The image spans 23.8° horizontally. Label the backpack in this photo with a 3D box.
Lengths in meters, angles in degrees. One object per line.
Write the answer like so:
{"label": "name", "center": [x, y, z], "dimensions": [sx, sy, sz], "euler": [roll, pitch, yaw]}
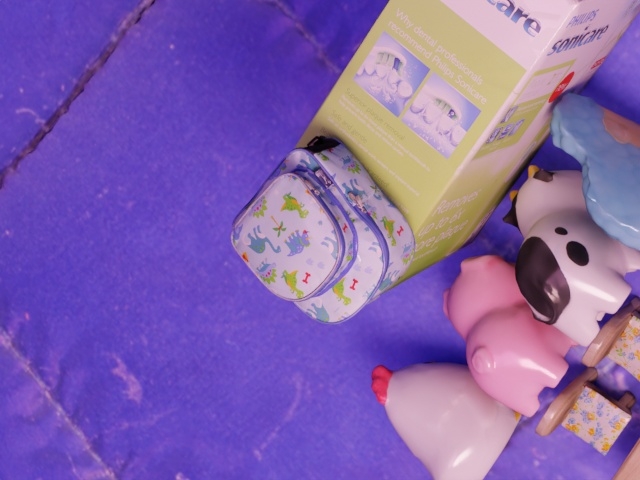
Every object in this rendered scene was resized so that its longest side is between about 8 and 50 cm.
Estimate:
{"label": "backpack", "center": [0.000, 0.000, 1.079], "dimensions": [0.114, 0.084, 0.105], "euler": [47, 122, 7]}

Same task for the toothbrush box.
{"label": "toothbrush box", "center": [0.107, -0.113, 1.159], "dimensions": [0.122, 0.206, 0.283], "euler": [40, 118, 14]}

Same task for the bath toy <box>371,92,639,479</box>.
{"label": "bath toy", "center": [0.153, 0.052, 1.220], "dimensions": [0.129, 0.151, 0.348], "euler": [33, 125, 4]}

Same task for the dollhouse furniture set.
{"label": "dollhouse furniture set", "center": [0.257, 0.207, 1.188], "dimensions": [0.212, 0.161, 0.242], "euler": [35, 117, 17]}
